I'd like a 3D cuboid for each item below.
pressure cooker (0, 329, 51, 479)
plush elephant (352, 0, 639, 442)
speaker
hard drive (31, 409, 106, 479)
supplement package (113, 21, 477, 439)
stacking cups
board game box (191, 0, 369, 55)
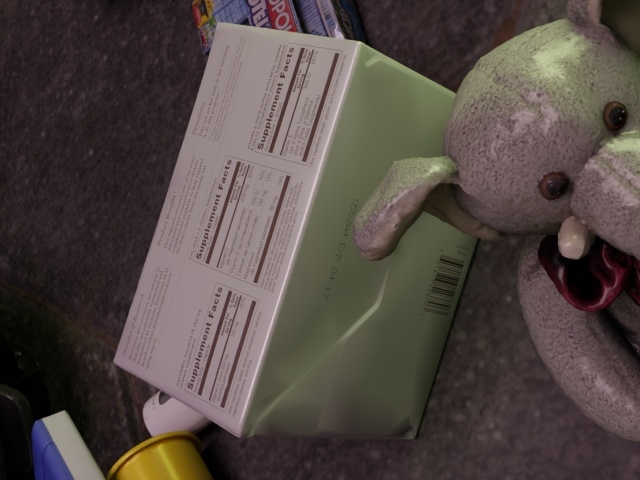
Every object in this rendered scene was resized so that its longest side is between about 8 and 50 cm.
[{"bbox_3d":[-0.516,0.201,0.981,0.370,0.420,0.375,44,123,5],"label":"pressure cooker"},{"bbox_3d":[0.179,-0.027,0.531,0.330,0.255,0.272,47,110,38],"label":"plush elephant"},{"bbox_3d":[-0.101,0.135,0.869,0.136,0.055,0.055,-39,57,28],"label":"speaker"},{"bbox_3d":[-0.171,0.331,0.828,0.319,0.040,0.210,46,141,38],"label":"hard drive"},{"bbox_3d":[0.000,0.000,0.713,0.145,0.204,0.262,20,93,41],"label":"supplement package"},{"bbox_3d":[-0.076,0.305,0.778,0.096,0.096,0.316,-51,52,19],"label":"stacking cups"},{"bbox_3d":[-0.026,-0.220,0.885,0.194,0.060,0.194,-32,60,32],"label":"board game box"}]
